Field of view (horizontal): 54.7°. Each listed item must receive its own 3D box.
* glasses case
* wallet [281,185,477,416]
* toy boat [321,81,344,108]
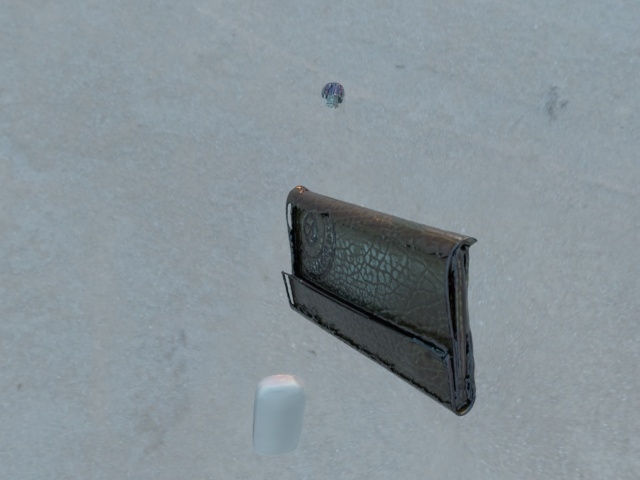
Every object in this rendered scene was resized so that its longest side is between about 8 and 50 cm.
[{"bbox_3d":[-0.064,0.269,0.942,0.076,0.197,0.049,-2,43,-10],"label":"glasses case"},{"bbox_3d":[0.035,0.037,0.521,0.039,0.243,0.133,-11,108,-28],"label":"wallet"},{"bbox_3d":[0.018,-0.210,0.906,0.038,0.083,0.038,0,95,2],"label":"toy boat"}]
